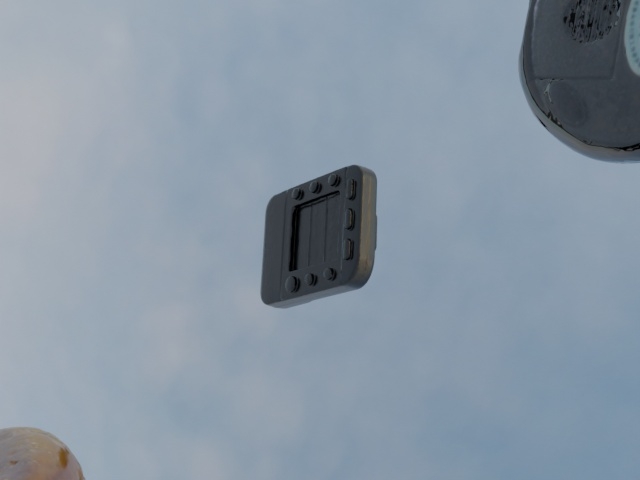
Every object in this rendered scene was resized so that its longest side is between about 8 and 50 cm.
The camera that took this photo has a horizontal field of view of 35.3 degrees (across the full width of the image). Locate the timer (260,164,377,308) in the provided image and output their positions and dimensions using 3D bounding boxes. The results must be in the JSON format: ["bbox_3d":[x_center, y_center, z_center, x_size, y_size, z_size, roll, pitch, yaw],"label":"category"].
[{"bbox_3d":[0.000,0.000,1.191,0.187,0.055,0.144,-17,-117,49],"label":"timer"}]

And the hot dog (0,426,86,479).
[{"bbox_3d":[-0.179,0.199,0.456,0.153,0.256,0.150,3,-63,40],"label":"hot dog"}]

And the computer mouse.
[{"bbox_3d":[0.196,-0.095,0.456,0.233,0.096,0.137,20,-75,53],"label":"computer mouse"}]
